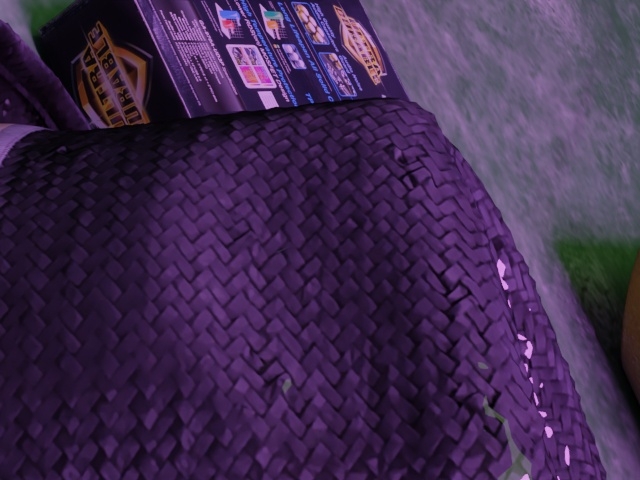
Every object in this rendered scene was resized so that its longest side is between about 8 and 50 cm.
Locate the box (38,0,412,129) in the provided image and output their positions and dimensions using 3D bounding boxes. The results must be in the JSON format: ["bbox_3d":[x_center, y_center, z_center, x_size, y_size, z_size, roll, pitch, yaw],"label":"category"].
[{"bbox_3d":[0.000,0.000,0.751,0.175,0.051,0.220,-9,70,-59],"label":"box"}]

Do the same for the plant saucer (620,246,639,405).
[{"bbox_3d":[0.288,0.147,1.024,0.333,0.081,0.333,3,59,-56],"label":"plant saucer"}]

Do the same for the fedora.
[{"bbox_3d":[-0.005,0.086,0.466,0.334,0.152,0.334,-14,90,-79],"label":"fedora"}]
